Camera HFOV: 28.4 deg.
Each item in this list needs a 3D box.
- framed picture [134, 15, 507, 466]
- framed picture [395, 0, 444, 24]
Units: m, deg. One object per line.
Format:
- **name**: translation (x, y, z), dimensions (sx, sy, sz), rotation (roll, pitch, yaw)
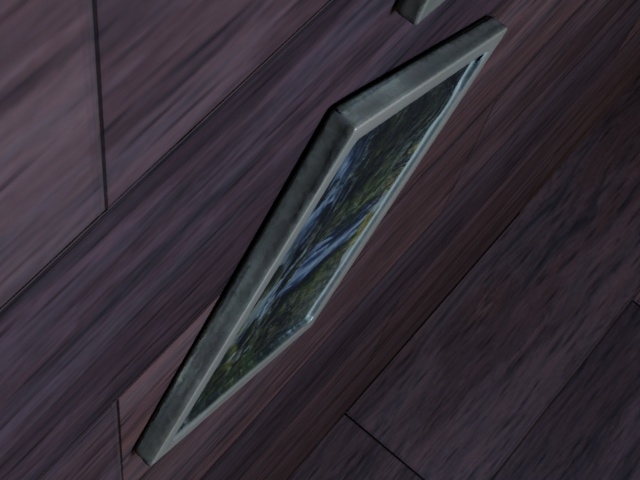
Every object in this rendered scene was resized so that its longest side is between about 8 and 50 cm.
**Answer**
- **framed picture**: translation (0.000, 0.000, 0.876), dimensions (0.240, 0.020, 0.324), rotation (-37, 163, -54)
- **framed picture**: translation (0.135, -0.243, 0.621), dimensions (0.192, 0.018, 0.265), rotation (-44, 168, -37)
